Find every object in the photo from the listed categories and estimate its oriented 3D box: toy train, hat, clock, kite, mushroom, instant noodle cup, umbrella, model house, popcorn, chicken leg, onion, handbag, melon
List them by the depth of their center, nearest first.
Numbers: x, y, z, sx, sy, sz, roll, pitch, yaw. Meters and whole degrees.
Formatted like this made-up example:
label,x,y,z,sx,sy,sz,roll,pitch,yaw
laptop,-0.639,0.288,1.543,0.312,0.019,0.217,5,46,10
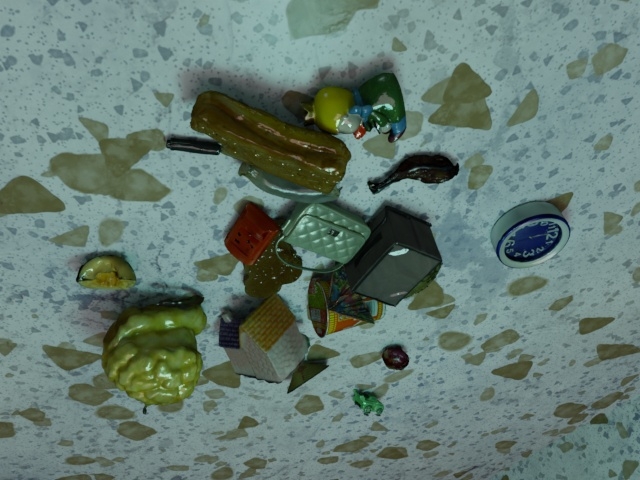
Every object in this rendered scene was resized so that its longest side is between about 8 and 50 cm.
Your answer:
label,x,y,z,sx,sy,sz,roll,pitch,yaw
umbrella,-0.306,-0.226,1.384,0.132,0.031,0.036,5,133,-16
mushroom,-0.075,-0.152,1.465,0.277,0.099,0.096,9,115,-17
chicken leg,0.251,-0.180,1.541,0.253,0.051,0.106,-10,142,2
clock,-0.197,-0.012,1.575,0.113,0.061,0.155,40,127,3
handbag,0.000,0.000,1.614,0.256,0.079,0.219,21,111,-32
melon,-0.605,0.096,1.631,0.160,0.079,0.128,-1,156,-12
kite,0.086,0.159,1.737,0.183,0.241,0.014,-22,172,-30
popcorn,-0.482,0.323,1.738,0.349,0.348,0.382,41,78,-40
clock,0.651,-0.015,1.776,0.230,0.083,0.231,-7,135,-7
instant noodle cup,0.087,0.201,1.822,0.212,0.193,0.193,-6,137,-19
model house,-0.195,0.305,1.867,0.236,0.202,0.238,1,123,41
hat,-0.065,0.496,2.161,0.193,0.082,0.193,-32,169,-7
onion,0.288,0.447,2.175,0.107,0.097,0.107,16,152,9
toy train,0.202,0.681,2.403,0.149,0.099,0.081,14,97,-32

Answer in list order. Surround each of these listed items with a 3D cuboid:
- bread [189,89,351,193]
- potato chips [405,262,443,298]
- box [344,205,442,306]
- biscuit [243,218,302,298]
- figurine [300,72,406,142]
label,x,y,z,sx,sy,sz,roll,pitch,yaw
bread,-0.120,-0.227,1.329,0.380,0.109,0.185,20,166,-12
potato chips,0.309,0.122,1.853,0.201,0.029,0.220,14,130,-45
box,0.205,0.054,1.676,0.188,0.153,0.252,19,130,-28
biscuit,-0.140,0.057,1.704,0.183,0.047,0.320,-5,136,-12
figurine,0.079,-0.291,1.345,0.234,0.127,0.185,-25,144,-1
